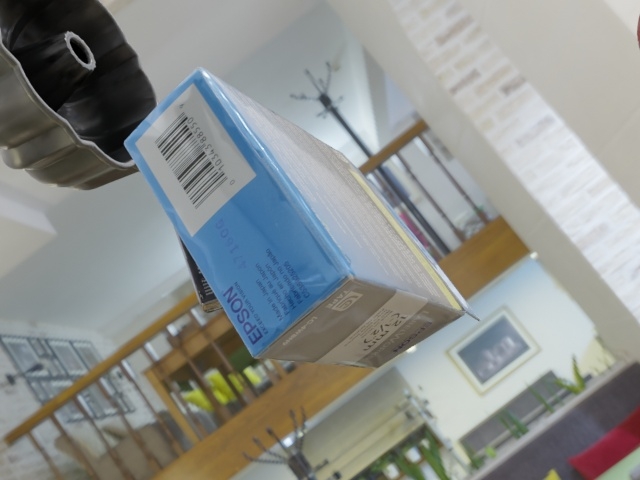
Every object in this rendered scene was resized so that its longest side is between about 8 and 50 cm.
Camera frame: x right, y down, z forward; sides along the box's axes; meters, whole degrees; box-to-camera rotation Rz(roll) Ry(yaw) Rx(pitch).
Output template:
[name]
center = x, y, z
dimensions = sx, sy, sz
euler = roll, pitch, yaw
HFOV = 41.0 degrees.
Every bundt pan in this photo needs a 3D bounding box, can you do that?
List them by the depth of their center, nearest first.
[bundt pan]
center = -0.340, -0.203, 1.046
dimensions = 0.124, 0.330, 0.331
euler = -27, -7, 17

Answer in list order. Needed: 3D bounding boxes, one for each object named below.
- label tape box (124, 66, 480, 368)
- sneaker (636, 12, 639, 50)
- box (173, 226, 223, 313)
[label tape box]
center = 0.000, 0.000, 0.849
dimensions = 0.115, 0.249, 0.348
euler = -42, -26, 13
[sneaker]
center = 0.368, -0.135, 0.698
dimensions = 0.128, 0.221, 0.087
euler = -22, -30, -10
[box]
center = -0.148, -0.015, 1.204
dimensions = 0.108, 0.207, 0.153
euler = -19, -7, -10
